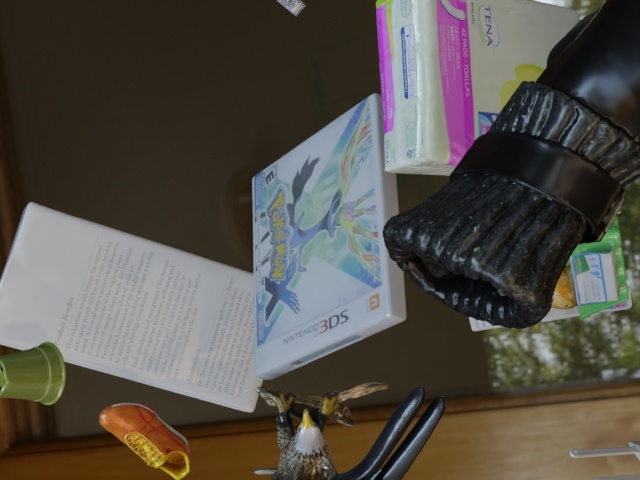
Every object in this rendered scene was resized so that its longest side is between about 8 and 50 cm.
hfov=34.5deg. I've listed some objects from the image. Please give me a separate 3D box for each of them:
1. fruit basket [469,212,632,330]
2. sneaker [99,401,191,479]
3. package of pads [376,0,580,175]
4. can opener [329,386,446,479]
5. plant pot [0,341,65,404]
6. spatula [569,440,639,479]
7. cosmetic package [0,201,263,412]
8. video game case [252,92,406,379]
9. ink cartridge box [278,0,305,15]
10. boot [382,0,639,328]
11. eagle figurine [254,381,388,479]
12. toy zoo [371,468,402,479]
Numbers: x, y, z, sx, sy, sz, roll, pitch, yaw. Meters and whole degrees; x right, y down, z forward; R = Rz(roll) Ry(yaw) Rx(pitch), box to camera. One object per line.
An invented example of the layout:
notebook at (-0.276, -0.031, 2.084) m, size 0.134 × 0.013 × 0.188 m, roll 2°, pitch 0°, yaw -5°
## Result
fruit basket at (0.465, 0.057, 2.171) m, size 0.165 × 0.353 × 0.327 m, roll -89°, pitch -16°, yaw -55°
sneaker at (-0.249, 0.291, 1.504) m, size 0.175 × 0.064 × 0.067 m, roll 39°, pitch -163°, yaw -35°
package of pads at (0.209, -0.197, 1.300) m, size 0.296 × 0.101 × 0.229 m, roll 2°, pitch -97°, yaw -35°
can opener at (0.065, 0.227, 1.035) m, size 0.059 × 0.186 × 0.073 m, roll 32°, pitch -170°, yaw -28°
plant pot at (-0.387, 0.174, 1.335) m, size 0.079 × 0.083 × 0.083 m, roll 4°, pitch -104°, yaw -48°
spatula at (0.548, 0.410, 1.778) m, size 0.242 × 0.019 × 0.168 m, roll 3°, pitch -140°, yaw -27°
cosmetic package at (-0.307, 0.116, 1.730) m, size 0.453 × 0.161 × 0.230 m, roll 19°, pitch -97°, yaw -17°
video game case at (0.000, 0.000, 1.445) m, size 0.036 × 0.300 × 0.329 m, roll 17°, pitch -121°, yaw -34°
ink cartridge box at (-0.082, -0.458, 1.863) m, size 0.115 × 0.029 × 0.063 m, roll 36°, pitch -167°, yaw -28°
boot at (0.189, -0.071, 0.704) m, size 0.131 × 0.348 × 0.260 m, roll 44°, pitch -106°, yaw 2°
eagle figurine at (-0.009, 0.318, 1.362) m, size 0.225 × 0.226 × 0.298 m, roll 45°, pitch -158°, yaw -39°
toy zoo at (0.029, 0.500, 1.864) m, size 0.192 × 0.293 × 0.030 m, roll 1°, pitch -129°, yaw -53°
